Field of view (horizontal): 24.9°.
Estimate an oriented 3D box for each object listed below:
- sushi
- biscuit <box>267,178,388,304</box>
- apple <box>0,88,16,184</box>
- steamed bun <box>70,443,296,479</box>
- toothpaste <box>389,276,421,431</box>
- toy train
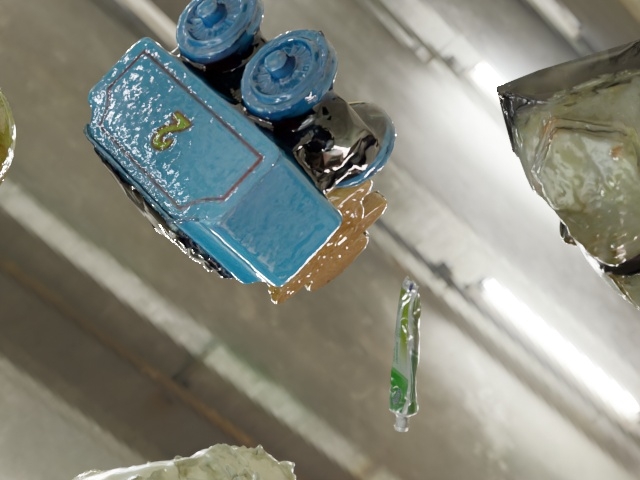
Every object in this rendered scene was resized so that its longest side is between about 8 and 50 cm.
[{"bbox_3d":[0.242,-0.012,1.121,0.109,0.134,0.273,-101,-12,-54],"label":"sushi"},{"bbox_3d":[0.000,0.000,2.028,0.047,0.216,0.340,49,-177,13],"label":"biscuit"},{"bbox_3d":[-0.422,-0.107,1.582,0.174,0.207,0.188,21,172,24],"label":"apple"},{"bbox_3d":[-0.146,0.392,1.657,0.334,0.233,0.311,-15,-94,-25],"label":"steamed bun"},{"bbox_3d":[0.137,0.184,2.293,0.047,0.247,0.078,0,-168,-12],"label":"toothpaste"},{"bbox_3d":[-0.087,-0.111,1.533,0.300,0.265,0.188,42,177,42],"label":"toy train"}]
